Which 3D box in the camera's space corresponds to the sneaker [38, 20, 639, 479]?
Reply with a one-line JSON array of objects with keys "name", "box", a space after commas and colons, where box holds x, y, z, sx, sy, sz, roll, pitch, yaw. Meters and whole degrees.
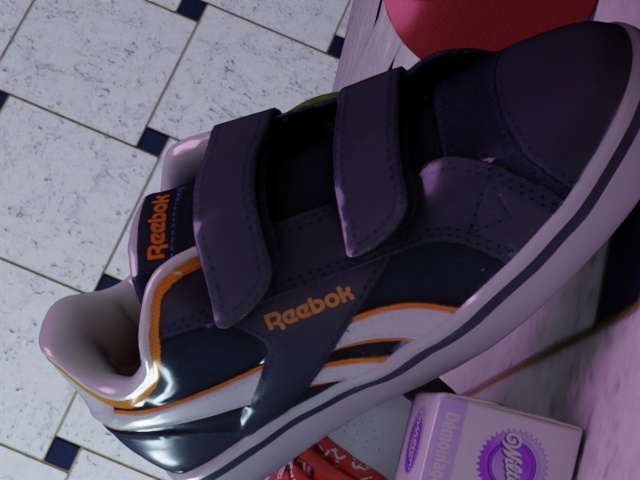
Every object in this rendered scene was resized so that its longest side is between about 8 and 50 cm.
[{"name": "sneaker", "box": [0.000, 0.000, 0.591, 0.321, 0.127, 0.126, -40, 27, 28]}]

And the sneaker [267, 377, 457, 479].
[{"name": "sneaker", "box": [0.001, 0.152, 0.741, 0.145, 0.090, 0.270, -50, -10, -20]}]

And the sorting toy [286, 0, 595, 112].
[{"name": "sorting toy", "box": [0.044, -0.037, 0.800, 0.365, 0.127, 0.126, -58, -18, 6]}]

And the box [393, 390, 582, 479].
[{"name": "box", "box": [0.035, 0.224, 0.550, 0.067, 0.063, 0.324, 147, 137, -82]}]
